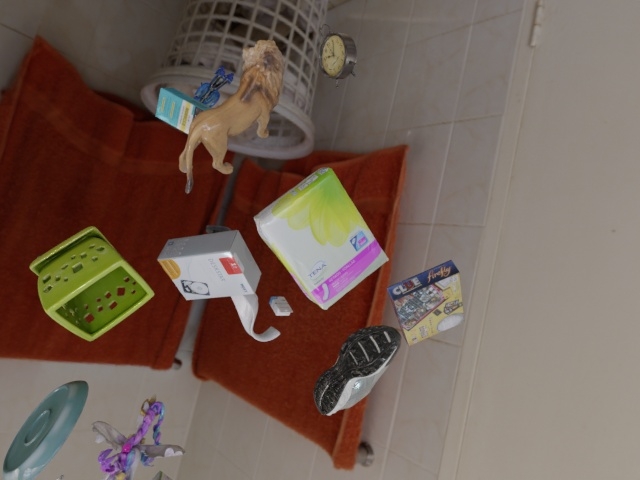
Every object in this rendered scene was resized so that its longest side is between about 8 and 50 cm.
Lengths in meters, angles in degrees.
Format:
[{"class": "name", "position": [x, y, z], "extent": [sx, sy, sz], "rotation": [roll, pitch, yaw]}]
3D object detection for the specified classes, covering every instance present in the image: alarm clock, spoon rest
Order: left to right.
[{"class": "spoon rest", "position": [-0.225, 0.234, 1.417], "extent": [0.137, 0.084, 0.276], "rotation": [21, 146, 46]}, {"class": "alarm clock", "position": [0.047, -0.575, 1.340], "extent": [0.064, 0.192, 0.129], "rotation": [-18, 168, -37]}]

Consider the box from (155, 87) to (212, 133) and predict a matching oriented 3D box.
[{"class": "box", "position": [-0.410, -0.395, 1.420], "extent": [0.244, 0.101, 0.060], "rotation": [30, -152, 13]}]

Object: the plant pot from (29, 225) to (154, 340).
[{"class": "plant pot", "position": [-0.653, 0.110, 1.253], "extent": [0.207, 0.227, 0.228], "rotation": [44, 160, 25]}]

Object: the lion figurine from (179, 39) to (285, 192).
[{"class": "lion figurine", "position": [-0.219, -0.309, 1.098], "extent": [0.142, 0.392, 0.240], "rotation": [29, 151, 2]}]

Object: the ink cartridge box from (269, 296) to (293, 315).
[{"class": "ink cartridge box", "position": [-0.126, 0.215, 1.414], "extent": [0.048, 0.028, 0.083], "rotation": [5, -154, -32]}]

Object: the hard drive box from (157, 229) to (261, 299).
[{"class": "hard drive box", "position": [-0.317, 0.075, 1.280], "extent": [0.232, 0.089, 0.181], "rotation": [-8, 130, 17]}]

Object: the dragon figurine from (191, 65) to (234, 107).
[{"class": "dragon figurine", "position": [-0.468, -0.590, 1.803], "extent": [0.085, 0.289, 0.144], "rotation": [41, 162, -27]}]

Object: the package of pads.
[{"class": "package of pads", "position": [0.000, 0.000, 1.105], "extent": [0.297, 0.229, 0.101], "rotation": [56, 170, -19]}]

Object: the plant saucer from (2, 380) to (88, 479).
[{"class": "plant saucer", "position": [-0.797, 0.542, 1.268], "extent": [0.044, 0.318, 0.317], "rotation": [45, 157, -29]}]

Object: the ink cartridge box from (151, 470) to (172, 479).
[{"class": "ink cartridge box", "position": [-0.494, 0.772, 1.294], "extent": [0.062, 0.109, 0.209], "rotation": [43, 163, -6]}]

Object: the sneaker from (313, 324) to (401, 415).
[{"class": "sneaker", "position": [0.091, 0.284, 0.985], "extent": [0.108, 0.271, 0.100], "rotation": [11, -143, -39]}]

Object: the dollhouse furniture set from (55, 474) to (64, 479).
[{"class": "dollhouse furniture set", "position": [-0.788, 0.690, 1.252], "extent": [0.091, 0.081, 0.114], "rotation": [1, 130, 52]}]

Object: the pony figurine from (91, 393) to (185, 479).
[{"class": "pony figurine", "position": [-0.639, 0.718, 1.475], "extent": [0.302, 0.364, 0.351], "rotation": [27, 164, -14]}]

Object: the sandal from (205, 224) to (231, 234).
[{"class": "sandal", "position": [-0.416, -0.004, 1.875], "extent": [0.097, 0.055, 0.254], "rotation": [0, 160, 5]}]

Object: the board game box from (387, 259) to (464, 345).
[{"class": "board game box", "position": [0.267, 0.162, 1.092], "extent": [0.165, 0.042, 0.243], "rotation": [-24, 138, 1]}]
